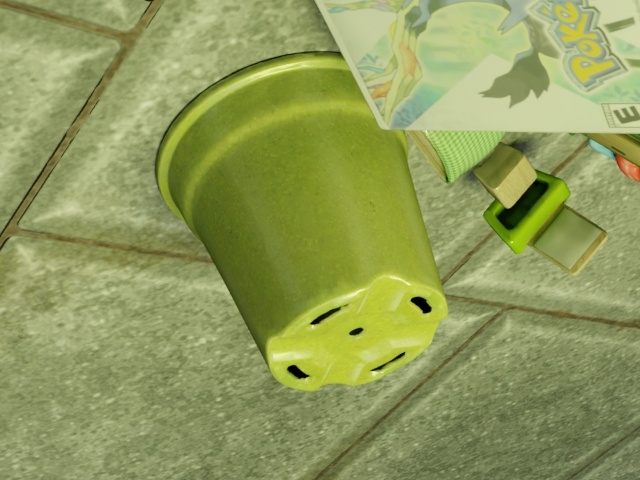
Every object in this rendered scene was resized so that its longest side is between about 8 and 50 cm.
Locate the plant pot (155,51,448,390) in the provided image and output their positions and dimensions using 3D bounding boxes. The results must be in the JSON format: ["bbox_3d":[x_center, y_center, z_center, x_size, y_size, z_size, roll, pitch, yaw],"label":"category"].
[{"bbox_3d":[0.000,0.000,1.149,0.276,0.254,0.276,-15,146,-10],"label":"plant pot"}]

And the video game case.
[{"bbox_3d":[0.119,-0.208,0.894,0.300,0.036,0.329,5,143,34],"label":"video game case"}]

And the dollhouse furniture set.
[{"bbox_3d":[0.233,-0.104,1.169,0.197,0.151,0.301,-49,143,-2],"label":"dollhouse furniture set"}]

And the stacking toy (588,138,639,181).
[{"bbox_3d":[0.452,-0.047,1.287,0.175,0.302,0.166,19,130,-43],"label":"stacking toy"}]
